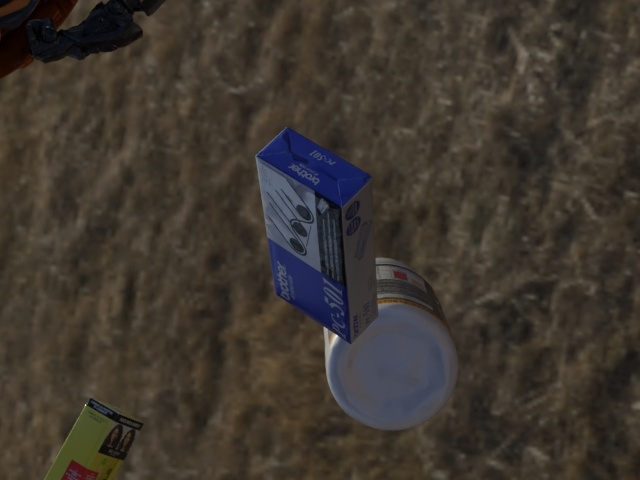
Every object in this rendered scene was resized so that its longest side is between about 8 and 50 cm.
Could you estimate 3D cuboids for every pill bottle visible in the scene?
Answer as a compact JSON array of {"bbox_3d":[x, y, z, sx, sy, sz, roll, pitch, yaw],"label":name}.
[{"bbox_3d":[0.084,0.120,1.801,0.278,0.162,0.162,-92,20,-75],"label":"pill bottle"}]

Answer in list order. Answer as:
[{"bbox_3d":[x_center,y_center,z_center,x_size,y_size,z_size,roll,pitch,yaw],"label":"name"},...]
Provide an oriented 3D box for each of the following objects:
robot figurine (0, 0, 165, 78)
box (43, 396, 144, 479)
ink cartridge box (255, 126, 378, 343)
[{"bbox_3d":[-0.239,-0.184,0.988,0.211,0.291,0.085,55,175,32],"label":"robot figurine"},{"bbox_3d":[-0.342,0.341,1.996,0.058,0.087,0.232,26,82,25],"label":"box"},{"bbox_3d":[0.000,0.000,1.271,0.097,0.046,0.207,32,151,26],"label":"ink cartridge box"}]
